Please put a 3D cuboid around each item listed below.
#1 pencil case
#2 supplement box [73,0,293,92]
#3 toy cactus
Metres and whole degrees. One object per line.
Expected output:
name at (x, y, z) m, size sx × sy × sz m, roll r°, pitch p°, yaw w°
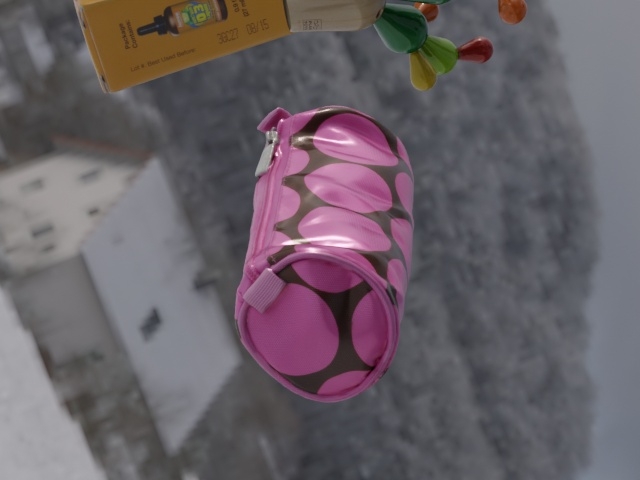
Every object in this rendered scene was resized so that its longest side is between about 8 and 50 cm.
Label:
pencil case at (0.000, 0.000, 1.090) m, size 0.098 × 0.095 × 0.209 m, roll 45°, pitch 20°, yaw -19°
supplement box at (-0.076, -0.194, 1.549) m, size 0.080 × 0.233 × 0.078 m, roll -124°, pitch -164°, yaw -66°
toy cactus at (0.065, -0.177, 1.436) m, size 0.219 × 0.180 × 0.112 m, roll 93°, pitch -15°, yaw -71°
